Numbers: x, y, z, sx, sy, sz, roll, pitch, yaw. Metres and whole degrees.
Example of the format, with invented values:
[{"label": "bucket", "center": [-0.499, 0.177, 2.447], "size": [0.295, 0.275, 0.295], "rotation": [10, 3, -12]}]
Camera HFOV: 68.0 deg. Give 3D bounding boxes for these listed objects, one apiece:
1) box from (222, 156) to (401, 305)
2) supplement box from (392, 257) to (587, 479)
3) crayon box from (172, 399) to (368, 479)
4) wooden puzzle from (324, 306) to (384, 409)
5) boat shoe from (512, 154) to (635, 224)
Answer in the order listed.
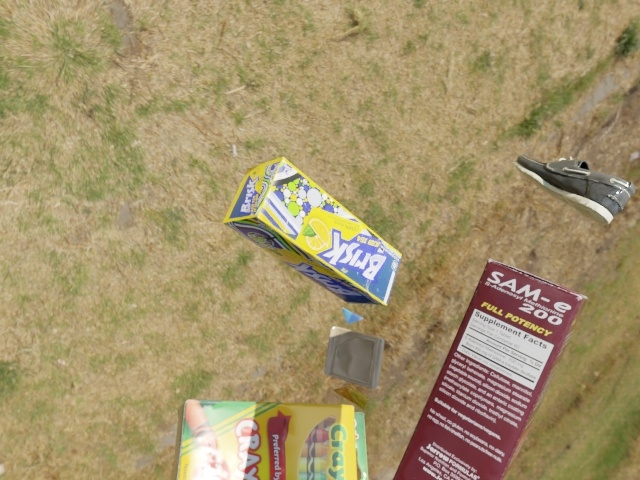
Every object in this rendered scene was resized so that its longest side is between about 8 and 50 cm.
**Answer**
[{"label": "box", "center": [0.000, 0.000, 0.432], "size": [0.169, 0.054, 0.059], "rotation": [36, 64, -34]}, {"label": "supplement box", "center": [0.139, 0.142, 0.398], "size": [0.130, 0.073, 0.240], "rotation": [14, 100, -59]}, {"label": "crayon box", "center": [-0.057, 0.352, 0.714], "size": [0.318, 0.081, 0.202], "rotation": [8, 62, -20]}, {"label": "wooden puzzle", "center": [0.044, 0.151, 0.614], "size": [0.014, 0.078, 0.117], "rotation": [-7, 113, -69]}, {"label": "boat shoe", "center": [0.445, -0.110, 0.854], "size": [0.084, 0.233, 0.079], "rotation": [28, 103, -32]}]
